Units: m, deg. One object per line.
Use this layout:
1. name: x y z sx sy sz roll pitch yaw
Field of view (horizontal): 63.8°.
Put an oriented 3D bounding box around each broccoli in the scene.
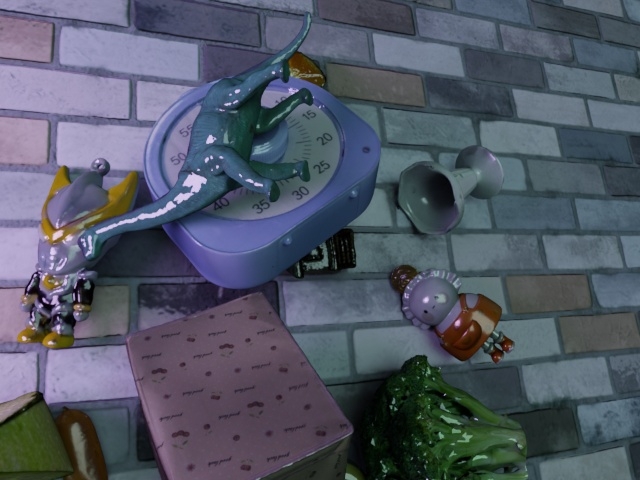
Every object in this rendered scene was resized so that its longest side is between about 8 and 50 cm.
1. broccoli: 0.201 0.359 0.873 0.275 0.308 0.308 -4 73 16

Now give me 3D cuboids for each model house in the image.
1. model house: -0.001 -0.007 0.983 0.152 0.106 0.166 -3 80 -20

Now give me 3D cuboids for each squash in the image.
1. squash: -0.452 0.296 0.661 0.220 0.220 0.133 -18 87 -25

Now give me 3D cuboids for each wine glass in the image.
1. wine glass: 0.283 -0.119 1.104 0.196 0.165 0.165 -30 87 -31

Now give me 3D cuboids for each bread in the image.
1. bread: -0.066 -0.328 1.072 0.128 0.069 0.140 40 68 -5

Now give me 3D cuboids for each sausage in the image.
1. sausage: -0.357 0.337 0.774 0.062 0.054 0.183 -21 84 7

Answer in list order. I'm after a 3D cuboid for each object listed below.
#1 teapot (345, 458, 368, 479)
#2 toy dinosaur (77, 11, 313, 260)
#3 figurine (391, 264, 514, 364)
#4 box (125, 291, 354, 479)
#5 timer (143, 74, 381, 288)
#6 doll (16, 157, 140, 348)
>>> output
1. teapot: 0.004 0.425 0.854 0.165 0.119 0.130 22 60 -6
2. toy dinosaur: -0.185 -0.156 0.756 0.330 0.129 0.384 -2 67 19
3. figurine: 0.264 0.143 1.044 0.143 0.143 0.271 -38 66 -26
4. box: -0.125 0.260 0.737 0.225 0.191 0.297 -16 39 -24
5. timer: -0.120 -0.140 0.884 0.394 0.173 0.395 1 59 -1
6. doll: -0.402 0.010 0.829 0.103 0.145 0.317 25 69 -49
